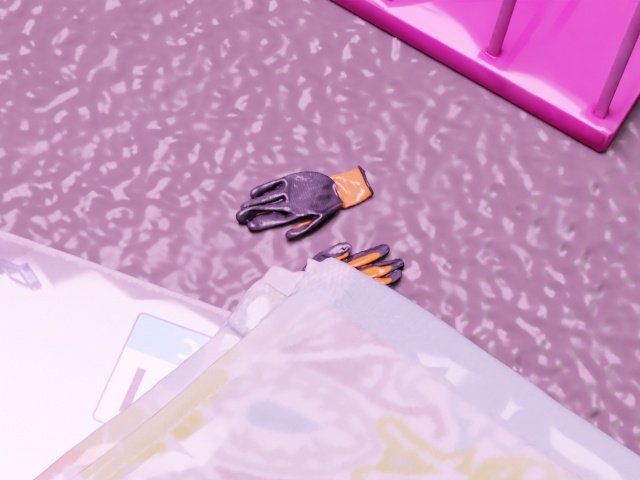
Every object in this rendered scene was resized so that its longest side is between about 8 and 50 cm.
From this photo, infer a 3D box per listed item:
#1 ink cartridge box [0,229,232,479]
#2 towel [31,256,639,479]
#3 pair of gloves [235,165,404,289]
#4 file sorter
[{"bbox_3d":[-0.176,0.122,0.797,0.296,0.066,0.261,19,63,5],"label":"ink cartridge box"},{"bbox_3d":[0.021,0.195,0.648,0.374,0.090,0.320,34,59,28],"label":"towel"},{"bbox_3d":[0.000,0.000,0.900,0.074,0.010,0.083,-17,65,-12],"label":"pair of gloves"},{"bbox_3d":[0.090,-0.234,0.928,0.291,0.182,0.202,31,65,11],"label":"file sorter"}]
